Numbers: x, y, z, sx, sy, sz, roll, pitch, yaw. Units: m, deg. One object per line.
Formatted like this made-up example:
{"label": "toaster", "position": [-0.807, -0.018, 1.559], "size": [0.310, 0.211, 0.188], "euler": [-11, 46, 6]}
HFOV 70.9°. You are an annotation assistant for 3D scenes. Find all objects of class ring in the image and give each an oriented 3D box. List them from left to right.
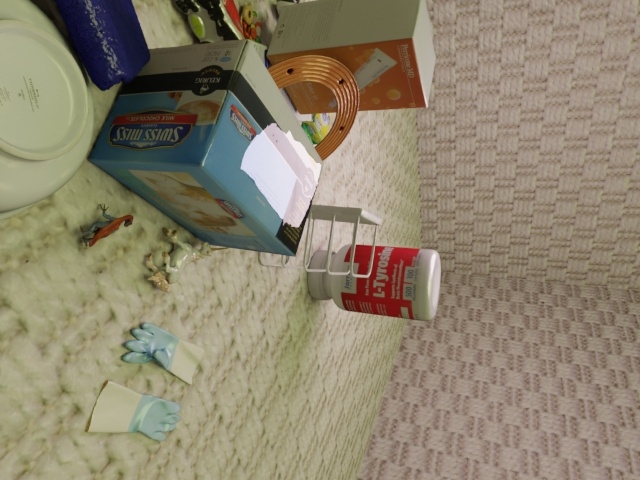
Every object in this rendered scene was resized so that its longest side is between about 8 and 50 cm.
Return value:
{"label": "ring", "position": [-0.062, -0.281, 1.051], "size": [0.032, 0.336, 0.336], "euler": [59, 4, 32]}

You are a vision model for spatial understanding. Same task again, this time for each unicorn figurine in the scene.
{"label": "unicorn figurine", "position": [-0.270, 0.030, 0.868], "size": [0.162, 0.060, 0.111], "euler": [-53, 144, -26]}

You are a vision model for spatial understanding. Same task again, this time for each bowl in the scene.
{"label": "bowl", "position": [-0.363, -0.161, 0.500], "size": [0.298, 0.134, 0.298], "euler": [3, 90, -68]}

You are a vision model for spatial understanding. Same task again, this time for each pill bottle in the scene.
{"label": "pill bottle", "position": [0.177, 0.130, 1.490], "size": [0.229, 0.407, 0.229], "euler": [4, 90, -68]}

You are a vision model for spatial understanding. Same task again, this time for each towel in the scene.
{"label": "towel", "position": [-0.316, -0.362, 0.563], "size": [0.228, 0.076, 0.308], "euler": [-109, -176, -59]}

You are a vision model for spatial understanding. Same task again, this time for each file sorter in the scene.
{"label": "file sorter", "position": [0.000, 0.000, 1.216], "size": [0.193, 0.277, 0.173], "euler": [13, 84, -67]}

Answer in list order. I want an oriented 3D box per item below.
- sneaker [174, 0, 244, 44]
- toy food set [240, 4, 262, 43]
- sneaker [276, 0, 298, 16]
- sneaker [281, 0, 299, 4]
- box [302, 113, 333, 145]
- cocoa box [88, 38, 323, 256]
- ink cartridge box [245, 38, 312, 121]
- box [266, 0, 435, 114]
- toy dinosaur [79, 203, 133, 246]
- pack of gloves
{"label": "sneaker", "position": [-0.222, -0.475, 0.867], "size": [0.279, 0.107, 0.118], "euler": [72, 12, -48]}
{"label": "toy food set", "position": [-0.164, -0.505, 1.063], "size": [0.082, 0.020, 0.083], "euler": [3, 91, -68]}
{"label": "sneaker", "position": [-0.062, -0.570, 1.237], "size": [0.212, 0.080, 0.094], "euler": [12, 94, -68]}
{"label": "sneaker", "position": [-0.073, -0.740, 1.134], "size": [0.101, 0.106, 0.268], "euler": [-52, 142, -55]}
{"label": "box", "position": [-0.007, -0.390, 1.434], "size": [0.105, 0.043, 0.179], "euler": [58, 43, -54]}
{"label": "cocoa box", "position": [-0.175, -0.143, 0.821], "size": [0.347, 0.231, 0.228], "euler": [50, 52, -59]}
{"label": "ink cartridge box", "position": [-0.115, -0.390, 1.145], "size": [0.332, 0.065, 0.166], "euler": [-23, 114, -63]}
{"label": "box", "position": [0.082, -0.443, 1.081], "size": [0.215, 0.345, 0.168], "euler": [51, 47, -57]}
{"label": "toy dinosaur", "position": [-0.327, -0.016, 0.702], "size": [0.082, 0.090, 0.047], "euler": [-22, 136, -31]}
{"label": "pack of gloves", "position": [-0.299, 0.271, 0.843], "size": [0.232, 0.046, 0.195], "euler": [54, 44, -57]}
